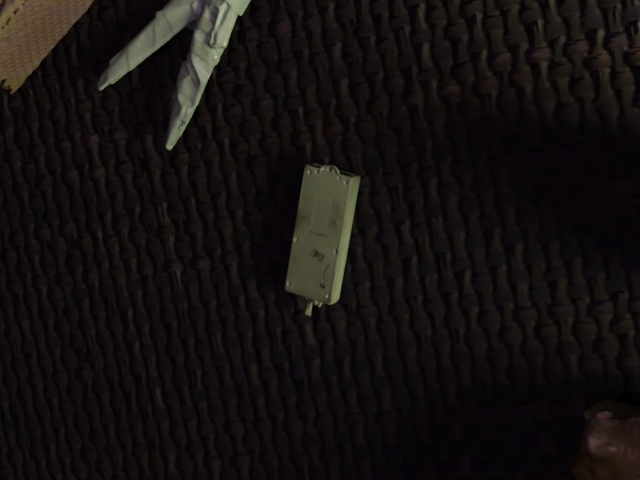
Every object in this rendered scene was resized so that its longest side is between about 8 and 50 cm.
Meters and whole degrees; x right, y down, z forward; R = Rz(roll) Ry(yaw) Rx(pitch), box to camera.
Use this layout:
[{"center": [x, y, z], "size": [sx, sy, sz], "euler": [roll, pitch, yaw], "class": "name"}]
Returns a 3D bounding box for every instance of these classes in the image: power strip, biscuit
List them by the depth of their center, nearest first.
[{"center": [0.000, 0.000, 1.174], "size": [0.051, 0.019, 0.136], "euler": [15, 107, 22], "class": "power strip"}, {"center": [-0.257, -0.217, 1.212], "size": [0.239, 0.108, 0.062], "euler": [-42, 78, 27], "class": "biscuit"}]

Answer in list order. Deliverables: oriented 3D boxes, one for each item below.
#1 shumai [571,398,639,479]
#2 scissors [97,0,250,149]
[{"center": [0.257, 0.196, 1.009], "size": [0.175, 0.166, 0.206], "euler": [21, 85, 31], "class": "shumai"}, {"center": [-0.067, -0.245, 1.155], "size": [0.256, 0.029, 0.383], "euler": [46, 118, 13], "class": "scissors"}]
